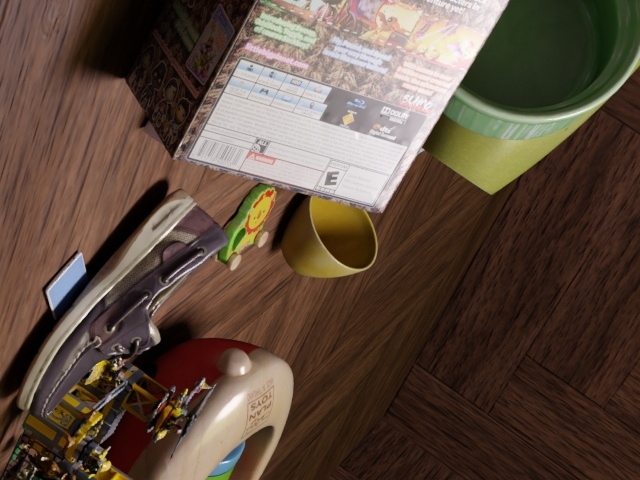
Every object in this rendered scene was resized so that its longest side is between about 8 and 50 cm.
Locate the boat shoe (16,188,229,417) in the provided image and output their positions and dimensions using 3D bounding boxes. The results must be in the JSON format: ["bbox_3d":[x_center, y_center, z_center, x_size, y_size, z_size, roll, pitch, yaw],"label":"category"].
[{"bbox_3d":[-0.205,0.078,1.619,0.285,0.092,0.103,-53,178,-11],"label":"boat shoe"}]

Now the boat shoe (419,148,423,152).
[{"bbox_3d":[0.145,-0.179,2.353,0.227,0.079,0.081,-39,168,-34],"label":"boat shoe"}]

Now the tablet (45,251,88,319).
[{"bbox_3d":[-0.257,0.046,1.565,0.054,0.006,0.083,-51,168,-20],"label":"tablet"}]

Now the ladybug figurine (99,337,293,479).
[{"bbox_3d":[-0.187,0.283,2.067,0.305,0.162,0.449,-30,154,-47],"label":"ladybug figurine"}]

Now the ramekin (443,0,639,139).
[{"bbox_3d":[0.255,-0.276,1.987,0.303,0.303,0.148,-52,175,-13],"label":"ramekin"}]

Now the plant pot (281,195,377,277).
[{"bbox_3d":[0.000,0.000,2.180,0.095,0.134,0.134,-31,-176,35],"label":"plant pot"}]

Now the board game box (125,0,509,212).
[{"bbox_3d":[0.007,-0.198,1.341,0.232,0.141,0.291,14,117,-36],"label":"board game box"}]

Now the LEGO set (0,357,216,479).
[{"bbox_3d":[-0.251,0.294,1.764,0.331,0.192,0.255,-59,173,16],"label":"LEGO set"}]

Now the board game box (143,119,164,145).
[{"bbox_3d":[-0.015,-0.246,1.556,0.318,0.066,0.318,-61,166,23],"label":"board game box"}]

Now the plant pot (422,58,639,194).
[{"bbox_3d":[0.277,-0.223,2.236,0.293,0.275,0.275,-56,168,7],"label":"plant pot"}]

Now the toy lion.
[{"bbox_3d":[-0.092,-0.023,1.958,0.100,0.034,0.096,-42,156,-44],"label":"toy lion"}]
